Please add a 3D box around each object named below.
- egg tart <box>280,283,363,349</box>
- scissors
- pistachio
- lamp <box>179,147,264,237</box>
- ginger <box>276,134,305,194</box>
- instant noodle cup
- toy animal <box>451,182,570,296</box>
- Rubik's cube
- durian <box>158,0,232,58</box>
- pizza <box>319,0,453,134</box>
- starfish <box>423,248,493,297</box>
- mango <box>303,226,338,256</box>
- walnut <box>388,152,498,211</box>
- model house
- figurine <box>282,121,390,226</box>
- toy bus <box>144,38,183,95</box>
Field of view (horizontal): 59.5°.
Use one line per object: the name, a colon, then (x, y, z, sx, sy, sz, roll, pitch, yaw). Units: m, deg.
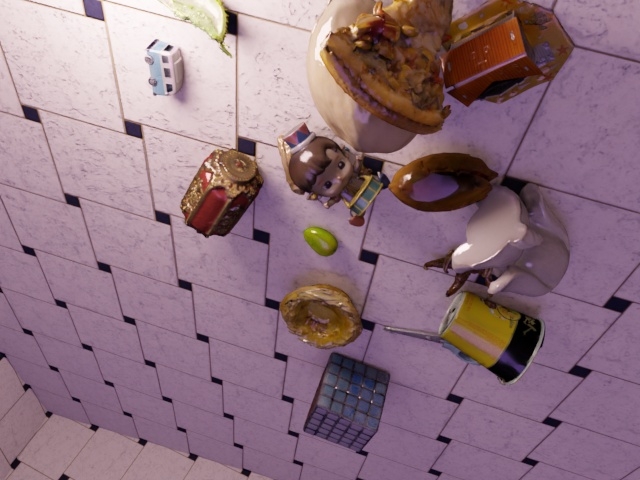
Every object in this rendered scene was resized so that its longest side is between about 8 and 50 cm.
egg tart: (0.009, 0.227, 1.776, 0.288, 0.118, 0.288, 14, 138, 13)
scissors: (0.374, 0.316, 1.777, 0.361, 0.029, 0.191, 8, 138, 16)
pistachio: (0.086, -0.325, 1.101, 0.226, 0.208, 0.331, -16, 110, 25)
lamp: (-0.267, -0.121, 1.497, 0.177, 0.177, 0.274, 33, 135, -11)
ginger: (-0.070, -0.182, 1.415, 0.051, 0.069, 0.173, -8, 130, 7)
instant noodle cup: (0.467, 0.258, 1.564, 0.236, 0.215, 0.215, 28, 139, 6)
toy animal: (0.465, 0.025, 1.294, 0.265, 0.271, 0.206, 33, 165, -31)
Rubik's cube: (0.097, 0.589, 2.031, 0.237, 0.237, 0.238, 20, 139, 1)
durian: (-0.255, -0.466, 1.172, 0.215, 0.100, 0.086, 34, 141, -3)
pizza: (0.167, -0.317, 0.997, 0.251, 0.288, 0.074, 56, 170, -16)
starfish: (0.374, 0.088, 1.502, 0.190, 0.074, 0.146, 7, 135, 16)
mango: (0.000, 0.000, 1.586, 0.108, 0.056, 0.073, 29, 133, -3)
walnut: (0.275, -0.133, 1.268, 0.245, 0.137, 0.137, -9, 130, 21)
model house: (0.340, -0.326, 1.035, 0.219, 0.136, 0.207, -17, 124, 36)
figurine: (0.023, -0.161, 1.328, 0.276, 0.161, 0.158, 32, 176, -3)
toy bus: (-0.364, -0.401, 1.319, 0.075, 0.060, 0.123, 12, 136, 6)
